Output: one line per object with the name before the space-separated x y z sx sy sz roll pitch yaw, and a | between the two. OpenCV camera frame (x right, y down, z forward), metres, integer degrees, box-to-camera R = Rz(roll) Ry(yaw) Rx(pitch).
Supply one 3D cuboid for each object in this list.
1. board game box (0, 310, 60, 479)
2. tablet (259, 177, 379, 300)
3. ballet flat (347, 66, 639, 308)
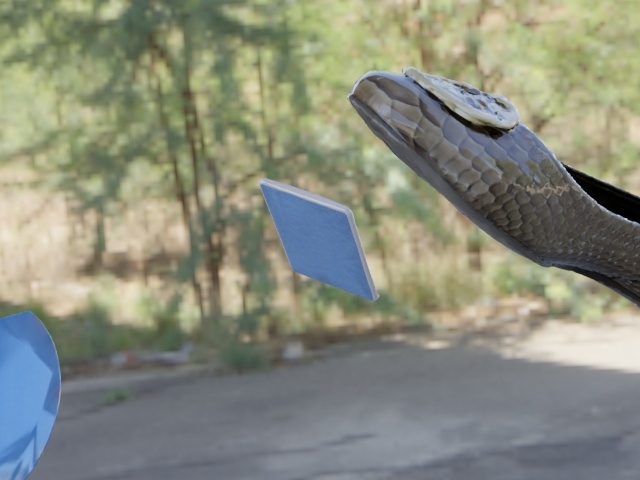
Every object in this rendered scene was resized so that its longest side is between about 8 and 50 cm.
board game box | -0.251 0.129 1.141 0.169 0.133 0.033 -15 -27 24
tablet | 0.000 0.000 0.796 0.054 0.006 0.083 20 -28 25
ballet flat | 0.109 -0.015 0.618 0.250 0.058 0.084 28 17 -37
